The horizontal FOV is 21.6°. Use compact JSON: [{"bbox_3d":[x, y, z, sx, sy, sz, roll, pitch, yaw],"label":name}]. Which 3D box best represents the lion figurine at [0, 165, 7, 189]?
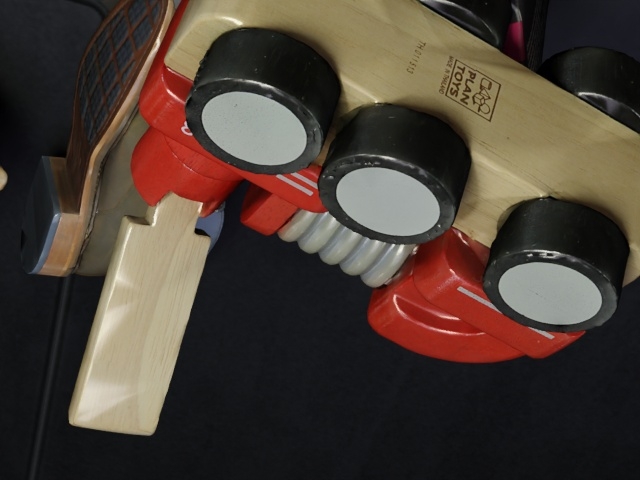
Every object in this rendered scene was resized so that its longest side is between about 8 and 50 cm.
[{"bbox_3d":[-0.386,-0.098,0.954,0.392,0.142,0.240,41,122,-19],"label":"lion figurine"}]

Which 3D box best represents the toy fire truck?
[{"bbox_3d":[0.000,0.000,0.758,0.217,0.158,0.246,28,145,-15],"label":"toy fire truck"}]

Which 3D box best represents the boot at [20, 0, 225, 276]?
[{"bbox_3d":[-0.094,-0.059,0.982,0.106,0.082,0.219,9,135,-27],"label":"boot"}]

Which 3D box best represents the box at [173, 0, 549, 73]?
[{"bbox_3d":[0.016,-0.176,0.775,0.165,0.143,0.270,0,132,13],"label":"box"}]
